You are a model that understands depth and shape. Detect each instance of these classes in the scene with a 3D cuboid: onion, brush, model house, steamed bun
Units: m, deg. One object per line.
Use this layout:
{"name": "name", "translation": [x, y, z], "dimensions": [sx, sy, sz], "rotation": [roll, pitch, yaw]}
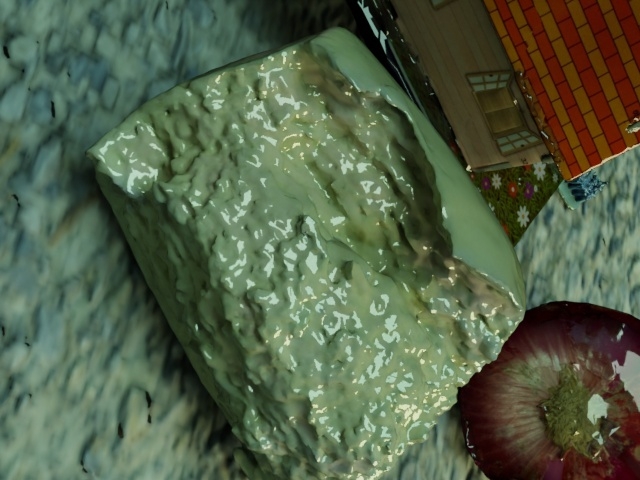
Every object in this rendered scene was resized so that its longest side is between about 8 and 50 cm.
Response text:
{"name": "onion", "translation": [0.171, 0.117, 0.785], "dimensions": [0.140, 0.150, 0.150], "rotation": [43, 43, -74]}
{"name": "brush", "translation": [0.158, -0.100, 0.866], "dimensions": [0.033, 0.030, 0.178], "rotation": [-43, 108, -27]}
{"name": "model house", "translation": [0.137, -0.159, 0.678], "dimensions": [0.207, 0.154, 0.294], "rotation": [-46, 118, -38]}
{"name": "steamed bun", "translation": [0.000, 0.000, 0.615], "dimensions": [0.225, 0.170, 0.200], "rotation": [54, 54, -16]}
